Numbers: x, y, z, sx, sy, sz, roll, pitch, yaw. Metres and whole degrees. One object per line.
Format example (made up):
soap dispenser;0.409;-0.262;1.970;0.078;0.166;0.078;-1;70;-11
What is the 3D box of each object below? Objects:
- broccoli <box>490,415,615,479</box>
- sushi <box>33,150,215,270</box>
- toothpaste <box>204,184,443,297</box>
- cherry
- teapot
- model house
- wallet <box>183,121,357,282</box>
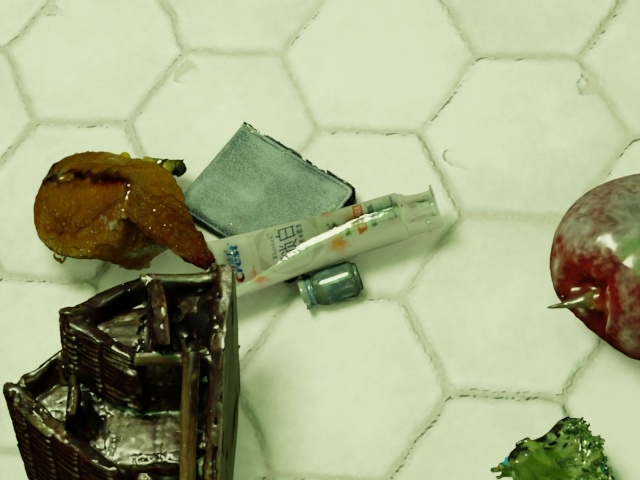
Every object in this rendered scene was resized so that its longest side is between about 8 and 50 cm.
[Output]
broccoli;0.267;0.283;1.746;0.167;0.160;0.154;-36;34;5
sushi;-0.275;-0.044;2.027;0.296;0.179;0.166;-1;84;40
toothpaste;0.000;0.000;1.966;0.323;0.066;0.100;-17;61;4
cherry;0.414;0.024;1.818;0.300;0.203;0.230;-35;55;-15
teapot;0.011;0.053;1.972;0.083;0.049;0.063;-17;79;3
model house;-0.249;0.213;1.805;0.283;0.317;0.297;2;39;3
wallet;-0.075;-0.053;2.057;0.222;0.036;0.167;32;75;26
